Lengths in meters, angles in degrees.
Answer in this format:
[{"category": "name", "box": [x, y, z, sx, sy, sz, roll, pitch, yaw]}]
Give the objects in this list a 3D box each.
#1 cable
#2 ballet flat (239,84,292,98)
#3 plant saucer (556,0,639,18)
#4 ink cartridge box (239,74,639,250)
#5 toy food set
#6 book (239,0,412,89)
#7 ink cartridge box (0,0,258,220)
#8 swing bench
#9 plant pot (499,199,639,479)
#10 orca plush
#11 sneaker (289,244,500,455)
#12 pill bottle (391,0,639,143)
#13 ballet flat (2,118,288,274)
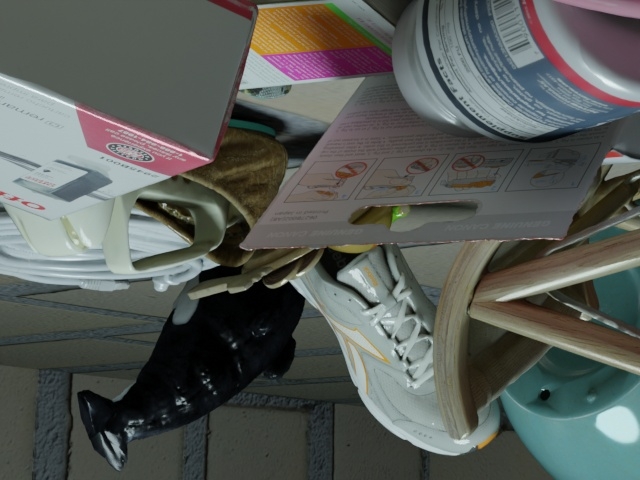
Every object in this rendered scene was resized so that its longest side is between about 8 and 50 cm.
[{"category": "cable", "box": [-0.184, -0.025, 1.449, 0.257, 0.089, 0.257, 9, 167, -34]}, {"category": "ballet flat", "box": [-0.051, -0.108, 1.082, 0.114, 0.041, 0.041, 9, 168, -43]}, {"category": "plant saucer", "box": [0.189, -0.151, 0.623, 0.332, 0.084, 0.332, 2, 170, 0]}, {"category": "ink cartridge box", "box": [0.085, -0.044, 0.983, 0.181, 0.225, 0.056, -3, 125, 29]}, {"category": "toy food set", "box": [0.000, 0.000, 1.372, 0.192, 0.038, 0.132, -36, -170, -25]}, {"category": "book", "box": [-0.013, -0.112, 0.987, 0.144, 0.035, 0.096, -2, 156, 33]}, {"category": "ink cartridge box", "box": [-0.157, -0.088, 0.974, 0.158, 0.092, 0.218, 22, 164, -25]}, {"category": "swing bench", "box": [0.220, 0.005, 1.091, 0.254, 0.165, 0.253, 1, -165, 24]}, {"category": "plant pot", "box": [0.279, 0.096, 1.540, 0.293, 0.293, 0.235, -7, 153, 43]}, {"category": "orca plush", "box": [-0.085, 0.067, 1.586, 0.287, 0.151, 0.102, -31, -176, -35]}, {"category": "sneaker", "box": [0.050, 0.062, 1.522, 0.099, 0.262, 0.121, -38, 167, -11]}, {"category": "pill bottle", "box": [0.106, -0.102, 0.861, 0.108, 0.108, 0.180, 6, 172, -21]}, {"category": "ballet flat", "box": [-0.137, -0.043, 1.220, 0.116, 0.124, 0.342, -2, 170, 30]}]
